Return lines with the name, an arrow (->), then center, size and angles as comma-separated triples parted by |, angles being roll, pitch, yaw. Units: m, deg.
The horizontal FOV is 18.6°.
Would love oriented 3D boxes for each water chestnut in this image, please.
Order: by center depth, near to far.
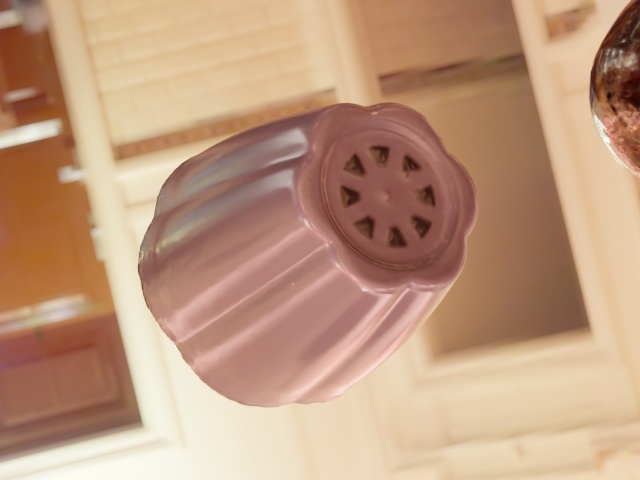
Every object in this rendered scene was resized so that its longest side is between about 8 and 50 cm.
water chestnut -> 0.384, -0.158, 2.011 | 0.224, 0.223, 0.238 | -14, -178, 14

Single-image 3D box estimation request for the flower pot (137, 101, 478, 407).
flower pot -> 0.000, 0.000, 1.736 | 0.265, 0.265, 0.243 | -14, 170, -30
